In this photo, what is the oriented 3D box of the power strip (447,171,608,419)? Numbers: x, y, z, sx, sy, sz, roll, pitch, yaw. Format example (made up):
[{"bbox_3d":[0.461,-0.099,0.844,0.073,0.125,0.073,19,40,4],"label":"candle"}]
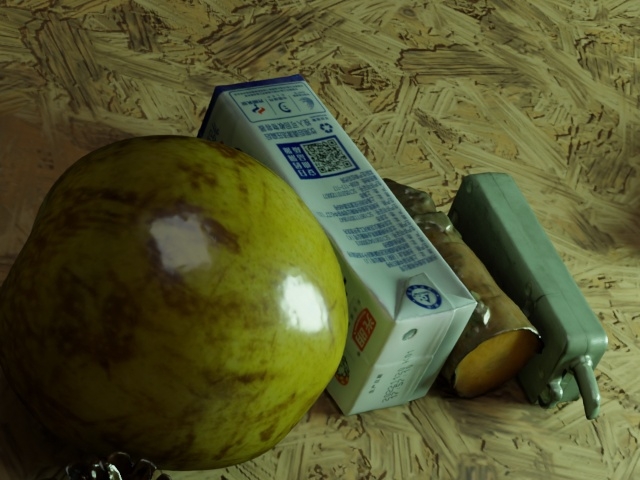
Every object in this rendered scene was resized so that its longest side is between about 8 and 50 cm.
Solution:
[{"bbox_3d":[0.198,0.060,1.703,0.053,0.093,0.288,-2,46,-27],"label":"power strip"}]

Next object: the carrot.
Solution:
[{"bbox_3d":[0.110,0.028,1.700,0.102,0.102,0.263,-2,44,-29],"label":"carrot"}]

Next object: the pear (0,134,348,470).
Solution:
[{"bbox_3d":[-0.114,0.051,1.423,0.280,0.281,0.281,14,40,-12],"label":"pear"}]

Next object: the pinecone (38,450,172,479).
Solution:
[{"bbox_3d":[-0.154,0.216,1.325,0.140,0.121,0.140,21,33,-14],"label":"pinecone"}]

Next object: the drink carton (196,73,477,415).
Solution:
[{"bbox_3d":[0.000,0.000,1.642,0.106,0.130,0.315,-12,52,-35],"label":"drink carton"}]
